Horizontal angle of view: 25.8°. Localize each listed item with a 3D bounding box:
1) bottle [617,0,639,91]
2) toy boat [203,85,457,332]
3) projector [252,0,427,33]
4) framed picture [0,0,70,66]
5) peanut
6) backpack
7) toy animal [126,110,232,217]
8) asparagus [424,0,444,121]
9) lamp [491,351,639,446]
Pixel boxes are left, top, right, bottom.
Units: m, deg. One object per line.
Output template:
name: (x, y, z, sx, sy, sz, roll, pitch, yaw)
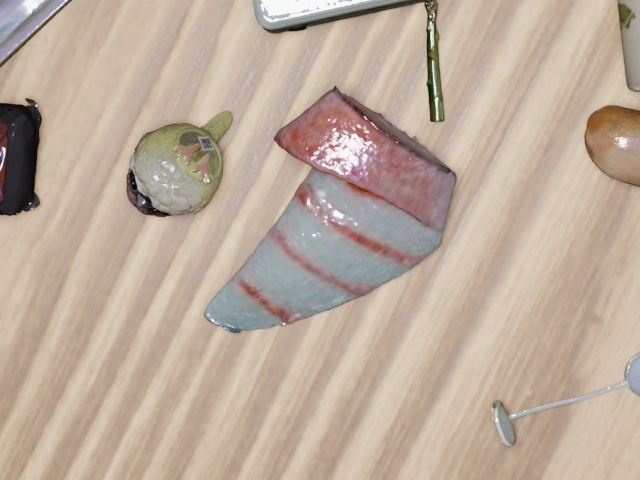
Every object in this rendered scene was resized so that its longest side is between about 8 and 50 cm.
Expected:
bottle: (0.347, -0.277, 1.370, 0.120, 0.120, 0.253, -6, 96, 2)
toy boat: (0.000, 0.000, 1.427, 0.206, 0.096, 0.282, 34, 104, -16)
projector: (0.008, -0.347, 1.381, 0.192, 0.099, 0.256, -12, 94, 3)
framed picture: (-0.326, -0.309, 1.431, 0.265, 0.018, 0.192, -42, 92, 4)
peanut: (0.337, -0.088, 1.409, 0.152, 0.076, 0.076, 21, 95, -5)
backpack: (-0.367, -0.086, 1.405, 0.165, 0.106, 0.120, 3, 99, -2)
toy animal: (-0.144, -0.079, 1.424, 0.098, 0.137, 0.098, 16, 133, 17)
asparagus: (0.116, -0.185, 1.433, 0.015, 0.018, 0.127, -8, 96, -33)
lamp: (0.272, 0.163, 1.446, 0.198, 0.056, 0.050, -18, 91, -1)
